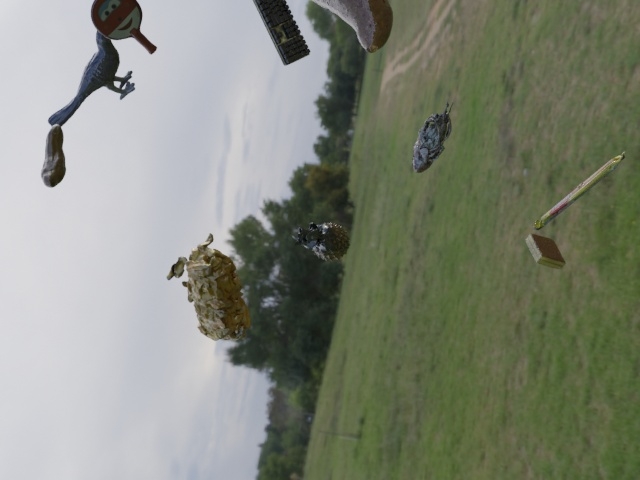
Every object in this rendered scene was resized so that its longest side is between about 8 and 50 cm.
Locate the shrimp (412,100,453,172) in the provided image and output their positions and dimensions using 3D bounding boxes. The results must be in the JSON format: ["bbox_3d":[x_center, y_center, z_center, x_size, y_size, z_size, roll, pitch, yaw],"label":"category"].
[{"bbox_3d":[0.258,-0.236,1.520,0.073,0.074,0.190,-46,-12,-51],"label":"shrimp"}]

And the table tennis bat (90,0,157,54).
[{"bbox_3d":[-0.389,-0.433,1.331,0.154,0.098,0.019,42,-173,-43],"label":"table tennis bat"}]

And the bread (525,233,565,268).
[{"bbox_3d":[0.631,0.031,1.857,0.094,0.090,0.035,-101,32,-44],"label":"bread"}]

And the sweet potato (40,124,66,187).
[{"bbox_3d":[-0.624,-0.193,1.557,0.053,0.054,0.182,-30,56,35],"label":"sweet potato"}]

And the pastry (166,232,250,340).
[{"bbox_3d":[-0.246,0.111,1.491,0.102,0.154,0.250,-44,-49,-40],"label":"pastry"}]

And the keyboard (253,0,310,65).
[{"bbox_3d":[-0.128,-0.642,1.816,0.027,0.106,0.317,-8,113,55],"label":"keyboard"}]

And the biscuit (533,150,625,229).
[{"bbox_3d":[0.646,-0.119,1.656,0.292,0.026,0.048,-48,2,39],"label":"biscuit"}]

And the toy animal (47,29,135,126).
[{"bbox_3d":[-0.641,-0.478,1.948,0.205,0.081,0.367,0,-48,-54],"label":"toy animal"}]

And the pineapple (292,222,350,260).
[{"bbox_3d":[0.000,0.000,1.851,0.251,0.125,0.125,8,-89,-72],"label":"pineapple"}]

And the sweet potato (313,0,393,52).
[{"bbox_3d":[0.022,-0.425,1.098,0.341,0.092,0.114,-123,17,-46],"label":"sweet potato"}]
